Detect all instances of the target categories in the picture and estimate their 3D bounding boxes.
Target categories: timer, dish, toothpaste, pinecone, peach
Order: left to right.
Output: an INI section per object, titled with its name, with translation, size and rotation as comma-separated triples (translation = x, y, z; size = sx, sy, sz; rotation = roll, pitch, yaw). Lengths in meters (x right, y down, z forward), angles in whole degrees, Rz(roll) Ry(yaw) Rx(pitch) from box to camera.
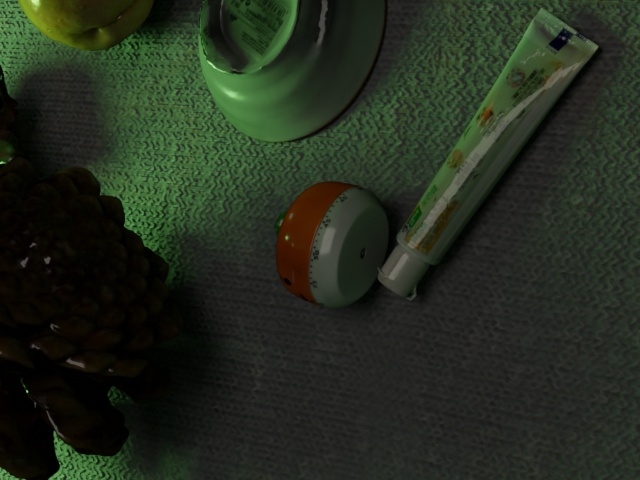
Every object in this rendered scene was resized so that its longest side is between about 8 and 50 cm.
[pinecone]
translation = -0.355, 0.119, 1.769
size = 0.384, 0.384, 0.384
rotation = -8, 76, 37
[peach]
translation = -0.279, -0.314, 1.889
size = 0.184, 0.184, 0.184
rotation = -8, 76, 37
[dish]
translation = -0.056, -0.243, 1.758
size = 0.260, 0.085, 0.260
rotation = -8, 76, 37
[timer]
translation = 0.000, 0.000, 1.657
size = 0.136, 0.099, 0.136
rotation = -11, 66, 27
[toothpaste]
translation = 0.156, -0.081, 1.584
size = 0.314, 0.058, 0.056
rotation = -56, 10, 11

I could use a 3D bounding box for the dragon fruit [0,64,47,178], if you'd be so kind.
[dragon fruit]
translation = -0.464, -0.114, 1.994
size = 0.274, 0.192, 0.193
rotation = 18, 136, 5
